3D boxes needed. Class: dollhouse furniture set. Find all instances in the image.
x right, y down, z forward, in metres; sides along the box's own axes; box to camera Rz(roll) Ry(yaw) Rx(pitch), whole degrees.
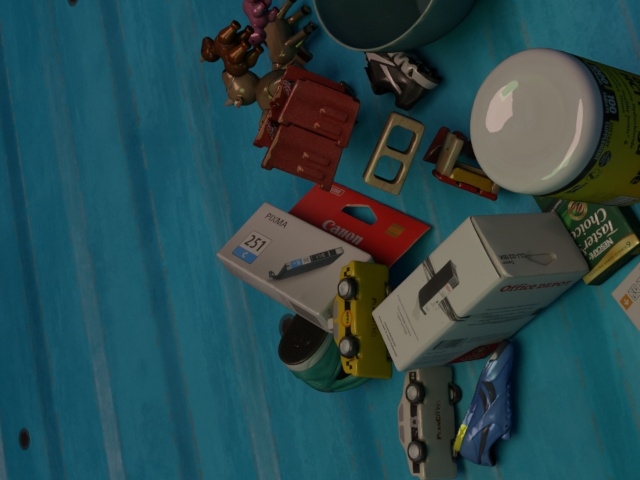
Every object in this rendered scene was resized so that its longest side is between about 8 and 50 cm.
[{"bbox_3d":[0.093,-0.142,1.777,0.201,0.374,0.152,-109,40,-75],"label":"dollhouse furniture set"}]

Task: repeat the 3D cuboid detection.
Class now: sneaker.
[{"bbox_3d":[0.059,0.151,1.922,0.124,0.178,0.295,17,59,40],"label":"sneaker"},{"bbox_3d":[0.110,-0.315,1.930,0.106,0.078,0.234,-54,56,25],"label":"sneaker"},{"bbox_3d":[0.281,0.260,1.739,0.082,0.069,0.209,23,105,22],"label":"sneaker"}]

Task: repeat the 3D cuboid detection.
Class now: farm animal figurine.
[{"bbox_3d":[-0.083,-0.293,2.028,0.327,0.330,0.172,48,121,2],"label":"farm animal figurine"}]

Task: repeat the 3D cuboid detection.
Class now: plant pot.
[{"bbox_3d":[0.154,-0.440,1.814,0.290,0.195,0.290,-4,84,44],"label":"plant pot"}]

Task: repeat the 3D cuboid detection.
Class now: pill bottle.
[{"bbox_3d":[0.371,-0.143,1.484,0.188,0.334,0.188,-3,86,44],"label":"pill bottle"}]

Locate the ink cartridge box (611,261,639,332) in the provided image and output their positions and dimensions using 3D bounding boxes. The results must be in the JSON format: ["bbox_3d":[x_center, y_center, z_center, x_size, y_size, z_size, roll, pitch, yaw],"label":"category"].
[{"bbox_3d":[0.566,0.083,1.429,0.307,0.072,0.303,58,132,32],"label":"ink cartridge box"}]

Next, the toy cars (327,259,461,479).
[{"bbox_3d":[0.114,0.216,1.783,0.087,0.176,0.393,-17,111,49],"label":"toy cars"}]

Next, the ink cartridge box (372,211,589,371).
[{"bbox_3d":[0.240,0.078,1.666,0.273,0.197,0.114,-48,56,42],"label":"ink cartridge box"}]

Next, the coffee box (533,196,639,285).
[{"bbox_3d":[0.404,-0.037,1.650,0.113,0.040,0.184,-43,59,34],"label":"coffee box"}]

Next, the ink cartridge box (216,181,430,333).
[{"bbox_3d":[0.000,0.000,1.917,0.261,0.066,0.296,-47,44,-16],"label":"ink cartridge box"}]
